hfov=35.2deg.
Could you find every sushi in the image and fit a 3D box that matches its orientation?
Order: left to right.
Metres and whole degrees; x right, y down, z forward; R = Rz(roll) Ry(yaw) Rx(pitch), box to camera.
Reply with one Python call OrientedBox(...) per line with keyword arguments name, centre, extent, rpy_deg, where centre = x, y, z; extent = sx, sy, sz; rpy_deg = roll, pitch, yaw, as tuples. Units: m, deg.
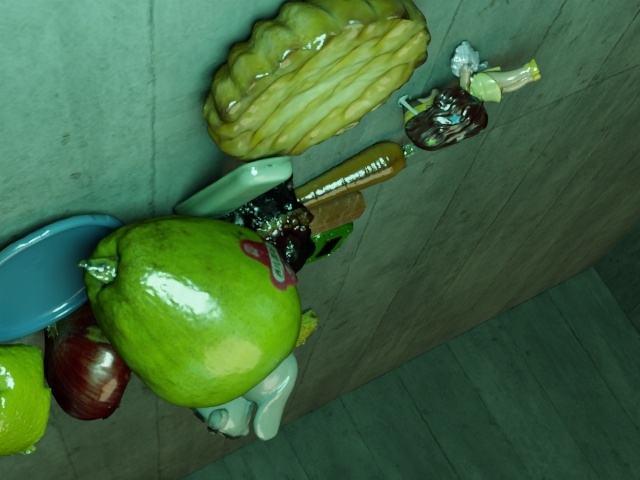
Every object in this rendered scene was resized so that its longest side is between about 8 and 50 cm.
OrientedBox(name="sushi", centre=(-0.091, -0.008, 1.709), extent=(0.172, 0.150, 0.153), rpy_deg=(-27, 162, -13))

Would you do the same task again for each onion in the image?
OrientedBox(name="onion", centre=(-0.379, 0.184, 1.684), extent=(0.161, 0.248, 0.248), rpy_deg=(3, 151, -16))

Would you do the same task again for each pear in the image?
OrientedBox(name="pear", centre=(-0.202, 0.089, 1.496), extent=(0.287, 0.287, 0.375), rpy_deg=(-39, 137, 25))

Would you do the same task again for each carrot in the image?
OrientedBox(name="carrot", centre=(0.020, -0.102, 1.802), extent=(0.336, 0.069, 0.069), rpy_deg=(-23, 162, -1))

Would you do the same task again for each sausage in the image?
OrientedBox(name="sausage", centre=(0.005, -0.050, 1.898), extent=(0.169, 0.065, 0.065), rpy_deg=(-20, 160, -35))

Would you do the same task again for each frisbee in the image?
OrientedBox(name="frisbee", centre=(-0.417, 0.048, 1.502), extent=(0.289, 0.049, 0.289), rpy_deg=(-34, 161, -13))

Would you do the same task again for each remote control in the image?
OrientedBox(name="remote control", centre=(-0.134, -0.071, 1.498), extent=(0.090, 0.038, 0.309), rpy_deg=(-11, 175, -27))

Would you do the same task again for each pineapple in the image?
OrientedBox(name="pineapple", centre=(-0.071, 0.222, 2.532), extent=(0.137, 0.069, 0.116), rpy_deg=(-41, 156, 3))

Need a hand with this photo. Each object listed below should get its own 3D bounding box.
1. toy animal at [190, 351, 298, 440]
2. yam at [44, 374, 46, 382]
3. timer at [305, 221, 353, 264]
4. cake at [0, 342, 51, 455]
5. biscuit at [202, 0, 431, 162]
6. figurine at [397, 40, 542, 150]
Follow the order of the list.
OrientedBox(name="toy animal", centre=(-0.196, 0.351, 2.456), extent=(0.174, 0.249, 0.289), rpy_deg=(-123, -128, -76))
OrientedBox(name="yam", centre=(-0.480, 0.231, 1.946), extent=(0.234, 0.027, 0.029), rpy_deg=(-31, 136, -2))
OrientedBox(name="timer", centre=(0.000, 0.000, 2.049), extent=(0.128, 0.047, 0.140), rpy_deg=(-18, 159, -36))
OrientedBox(name="cake", centre=(-0.537, 0.249, 1.540), extent=(0.261, 0.179, 0.156), rpy_deg=(-3, 178, 29))
OrientedBox(name="biscuit", centre=(-0.010, -0.224, 1.335), extent=(0.326, 0.107, 0.326), rpy_deg=(-25, 163, -8))
OrientedBox(name="figurine", centre=(0.246, -0.239, 1.680), extent=(0.240, 0.115, 0.175), rpy_deg=(-35, 162, 12))
